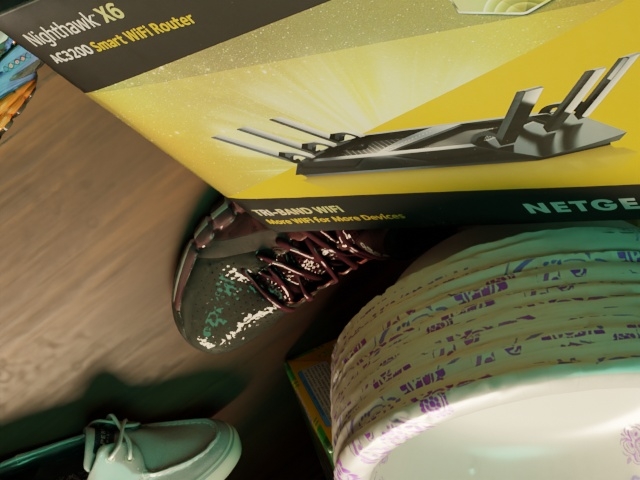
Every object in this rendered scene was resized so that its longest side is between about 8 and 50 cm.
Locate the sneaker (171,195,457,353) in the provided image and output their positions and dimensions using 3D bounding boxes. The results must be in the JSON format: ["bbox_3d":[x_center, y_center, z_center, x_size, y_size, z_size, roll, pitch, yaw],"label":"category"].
[{"bbox_3d":[0.000,0.000,0.597,0.106,0.162,0.281,35,99,-32],"label":"sneaker"}]

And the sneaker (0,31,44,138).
[{"bbox_3d":[-0.189,-0.144,0.492,0.087,0.083,0.221,39,86,-24],"label":"sneaker"}]

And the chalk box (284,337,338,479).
[{"bbox_3d":[0.068,0.199,0.744,0.132,0.132,0.213,-22,120,-11],"label":"chalk box"}]

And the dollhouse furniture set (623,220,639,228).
[{"bbox_3d":[0.263,0.027,0.703,0.129,0.183,0.129,18,108,-28],"label":"dollhouse furniture set"}]

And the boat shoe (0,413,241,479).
[{"bbox_3d":[-0.180,0.191,0.672,0.228,0.079,0.081,-18,125,-9],"label":"boat shoe"}]

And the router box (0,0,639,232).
[{"bbox_3d":[0.026,-0.095,0.405,0.243,0.309,0.081,38,61,-43],"label":"router box"}]

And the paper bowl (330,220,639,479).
[{"bbox_3d":[0.147,0.091,0.534,0.284,0.148,0.284,-2,143,-2],"label":"paper bowl"}]
